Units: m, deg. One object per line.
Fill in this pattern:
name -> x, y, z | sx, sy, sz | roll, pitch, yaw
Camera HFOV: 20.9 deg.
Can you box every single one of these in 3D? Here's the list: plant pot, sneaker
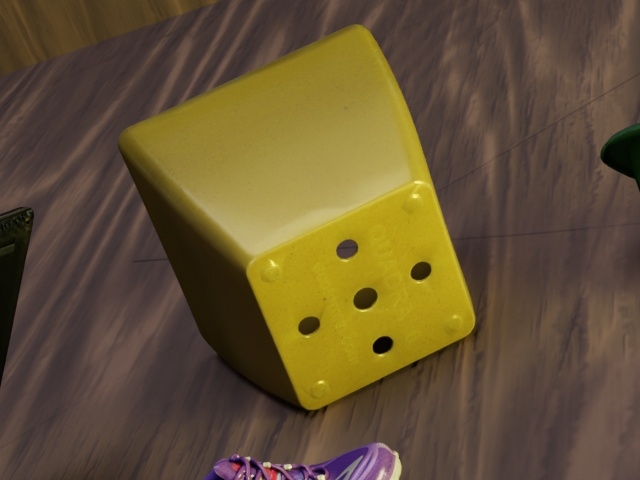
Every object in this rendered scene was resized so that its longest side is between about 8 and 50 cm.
plant pot -> 0.000, 0.000, 1.294 | 0.212, 0.212, 0.187 | -25, 33, -7
sneaker -> -0.032, 0.162, 1.092 | 0.170, 0.071, 0.068 | -20, 21, 5

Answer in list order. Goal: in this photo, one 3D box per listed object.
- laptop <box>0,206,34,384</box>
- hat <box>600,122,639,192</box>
laptop -> -0.433, 0.158, 1.177 | 0.236, 0.407, 0.382 | 25, 25, 21
hat -> 0.277, 0.020, 1.192 | 0.173, 0.183, 0.208 | -4, -15, 26
